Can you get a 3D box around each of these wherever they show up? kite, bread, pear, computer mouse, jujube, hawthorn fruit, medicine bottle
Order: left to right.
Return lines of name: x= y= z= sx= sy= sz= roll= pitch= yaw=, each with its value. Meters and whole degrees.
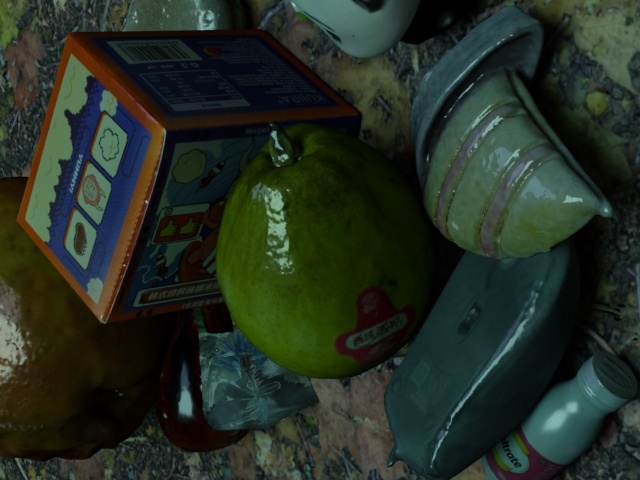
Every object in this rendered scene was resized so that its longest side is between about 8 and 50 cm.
hawthorn fruit: x=-0.458 y=0.148 z=2.097 sx=0.472 sy=0.472 sz=0.471 roll=11 pitch=105 yaw=45
bread: x=-0.201 y=-0.309 z=1.991 sx=0.183 sy=0.102 sz=0.337 roll=49 pitch=127 yaw=24
jujube: x=-0.178 y=0.205 z=2.018 sx=0.168 sy=0.168 sz=0.236 roll=-17 pitch=74 yaw=47
kite: x=-0.134 y=0.140 z=1.965 sx=0.015 sy=0.169 sz=0.310 roll=110 pitch=138 yaw=-62
pear: x=0.000 y=0.000 z=1.667 sx=0.287 sy=0.287 sz=0.375 roll=22 pitch=144 yaw=42
computer mouse: x=0.203 y=0.136 z=1.584 sx=0.371 sy=0.122 sz=0.188 roll=-56 pitch=28 yaw=11
medicine bottle: x=0.286 y=0.220 z=1.574 sx=0.090 sy=0.090 sz=0.216 roll=57 pitch=132 yaw=23

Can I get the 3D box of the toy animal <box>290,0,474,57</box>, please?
toy animal: x=0.062 y=-0.329 z=1.590 sx=0.212 sy=0.267 sz=0.212 roll=18 pitch=115 yaw=44

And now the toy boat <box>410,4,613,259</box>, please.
toy boat: x=0.195 y=-0.101 z=1.554 sx=0.276 sy=0.111 sz=0.293 roll=-42 pitch=48 yaw=48

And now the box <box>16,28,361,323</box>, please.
box: x=-0.182 y=-0.097 z=1.824 sx=0.257 sy=0.349 sz=0.318 roll=43 pitch=124 yaw=33
